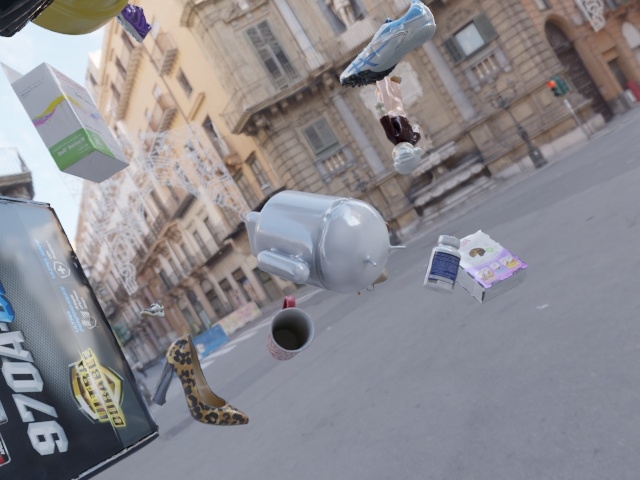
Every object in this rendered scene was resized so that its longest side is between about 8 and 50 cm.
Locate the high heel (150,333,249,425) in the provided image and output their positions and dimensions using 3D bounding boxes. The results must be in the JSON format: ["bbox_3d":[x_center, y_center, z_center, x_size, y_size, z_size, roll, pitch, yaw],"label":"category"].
[{"bbox_3d":[-0.283,0.362,1.203,0.093,0.261,0.186,173,118,-84],"label":"high heel"}]

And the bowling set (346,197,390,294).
[{"bbox_3d":[0.125,0.012,1.442,0.154,0.287,0.199,-25,-8,32],"label":"bowling set"}]

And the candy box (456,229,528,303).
[{"bbox_3d":[0.477,0.073,1.392,0.164,0.196,0.070,-23,-46,-18],"label":"candy box"}]

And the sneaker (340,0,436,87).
[{"bbox_3d":[0.134,-0.409,0.997,0.237,0.086,0.085,-28,-14,36],"label":"sneaker"}]

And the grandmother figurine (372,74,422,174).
[{"bbox_3d":[0.236,-0.355,1.432,0.207,0.343,0.104,8,-28,-32],"label":"grandmother figurine"}]

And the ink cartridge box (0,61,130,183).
[{"bbox_3d":[-0.715,-0.352,1.325,0.119,0.354,0.207,-32,-4,1],"label":"ink cartridge box"}]

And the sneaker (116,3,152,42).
[{"bbox_3d":[-0.484,-0.576,1.180,0.071,0.068,0.170,-47,-10,-2],"label":"sneaker"}]

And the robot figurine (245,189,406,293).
[{"bbox_3d":[0.000,0.000,1.018,0.353,0.200,0.300,12,35,35],"label":"robot figurine"}]

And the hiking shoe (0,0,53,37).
[{"bbox_3d":[-0.234,-0.311,0.397,0.113,0.132,0.304,-20,43,30],"label":"hiking shoe"}]

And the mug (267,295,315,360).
[{"bbox_3d":[-0.078,0.241,1.239,0.150,0.113,0.169,-62,-1,-28],"label":"mug"}]

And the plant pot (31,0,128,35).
[{"bbox_3d":[-0.405,-0.513,0.784,0.238,0.254,0.254,-8,13,36],"label":"plant pot"}]

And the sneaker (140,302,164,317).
[{"bbox_3d":[-0.425,0.175,1.180,0.031,0.037,0.083,-6,-12,13],"label":"sneaker"}]

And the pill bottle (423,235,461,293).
[{"bbox_3d":[0.273,0.053,1.037,0.067,0.066,0.120,146,142,-77],"label":"pill bottle"}]

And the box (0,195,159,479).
[{"bbox_3d":[-0.221,0.068,0.307,0.051,0.220,0.175,-33,-12,13],"label":"box"}]
